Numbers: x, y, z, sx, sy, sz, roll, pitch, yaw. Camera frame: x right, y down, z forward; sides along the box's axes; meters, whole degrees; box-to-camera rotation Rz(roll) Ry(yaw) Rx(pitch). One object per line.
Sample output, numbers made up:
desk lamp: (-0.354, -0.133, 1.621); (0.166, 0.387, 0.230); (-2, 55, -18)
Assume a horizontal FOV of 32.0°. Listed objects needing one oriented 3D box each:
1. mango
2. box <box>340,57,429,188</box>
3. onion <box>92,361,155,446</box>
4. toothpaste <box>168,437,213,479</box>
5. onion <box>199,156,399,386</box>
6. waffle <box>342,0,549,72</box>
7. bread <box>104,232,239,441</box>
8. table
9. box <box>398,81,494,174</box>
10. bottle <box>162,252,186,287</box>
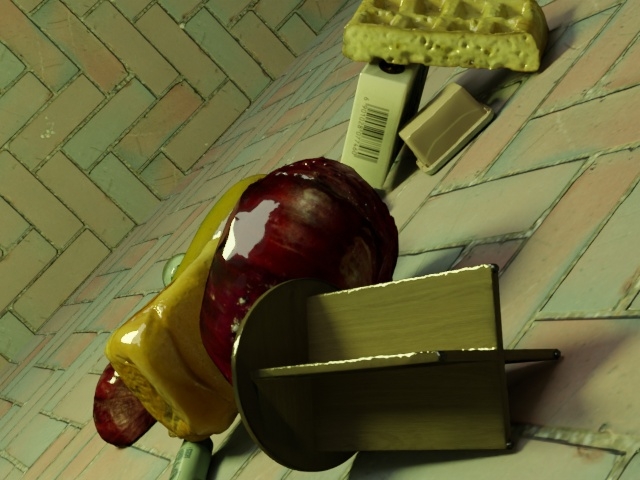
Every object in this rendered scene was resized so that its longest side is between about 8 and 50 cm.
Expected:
mango: (-0.133, 0.013, 1.596); (0.251, 0.114, 0.156); (-48, 21, -9)
box: (0.102, -0.205, 1.621); (0.256, 0.069, 0.164); (-61, -14, -58)
onion: (-0.251, 0.194, 1.591); (0.206, 0.098, 0.151); (-48, 12, -15)
toothpaste: (-0.149, 0.279, 1.162); (0.062, 0.039, 0.239); (-52, 10, 22)
onion: (-0.003, 0.045, 1.113); (0.252, 0.219, 0.252); (-45, -33, -40)
waffle: (0.173, -0.291, 1.533); (0.274, 0.057, 0.168); (6, 31, 14)
bread: (-0.095, 0.087, 1.278); (0.294, 0.167, 0.132); (-45, 1, -33)
table: (0.061, 0.099, 0.884); (0.226, 0.167, 0.167); (-13, 33, 49)
box: (0.163, -0.153, 1.487); (0.122, 0.062, 0.089); (-44, 13, 7)
bottle: (-0.243, 0.061, 2.004); (0.083, 0.083, 0.269); (-46, 9, -5)
